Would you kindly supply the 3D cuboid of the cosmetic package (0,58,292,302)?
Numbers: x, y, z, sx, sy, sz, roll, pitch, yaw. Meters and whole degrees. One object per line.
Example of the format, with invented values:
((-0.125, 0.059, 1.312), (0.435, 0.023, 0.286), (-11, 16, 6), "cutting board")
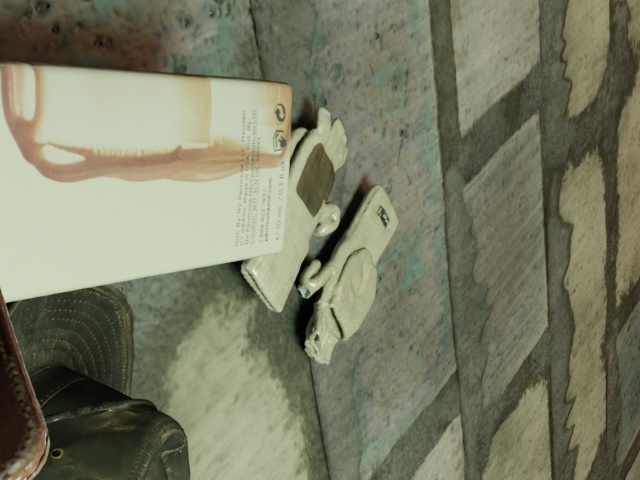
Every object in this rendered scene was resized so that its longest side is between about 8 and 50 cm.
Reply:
((-0.162, -0.046, 0.601), (0.296, 0.153, 0.129), (-11, 107, -58), "cosmetic package")

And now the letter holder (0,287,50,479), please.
((-0.263, 0.032, 0.285), (0.302, 0.214, 0.152), (-23, 124, -15), "letter holder")

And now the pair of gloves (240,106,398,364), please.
((0.000, 0.000, 0.970), (0.240, 0.042, 0.204), (51, 53, -53), "pair of gloves")

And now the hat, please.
((-0.165, 0.194, 0.618), (0.331, 0.134, 0.331), (-59, 163, -31), "hat")
